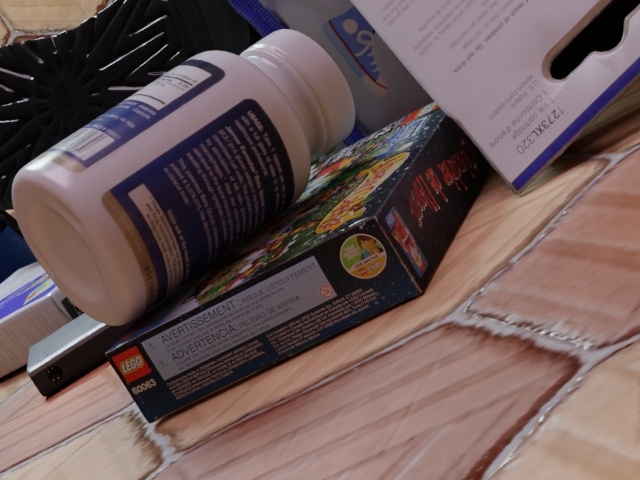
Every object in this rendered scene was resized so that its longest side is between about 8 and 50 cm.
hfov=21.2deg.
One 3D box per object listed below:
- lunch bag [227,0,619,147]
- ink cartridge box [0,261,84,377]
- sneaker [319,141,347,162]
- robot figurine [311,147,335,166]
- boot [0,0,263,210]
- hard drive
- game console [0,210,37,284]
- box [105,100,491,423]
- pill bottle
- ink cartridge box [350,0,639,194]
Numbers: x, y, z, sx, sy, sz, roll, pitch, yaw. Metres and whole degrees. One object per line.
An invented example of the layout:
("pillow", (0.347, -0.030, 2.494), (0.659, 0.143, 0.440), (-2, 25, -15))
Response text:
("lunch bag", (0.159, -0.258, 1.151), (0.385, 0.239, 0.328), (-38, 8, 24))
("ink cartridge box", (-0.210, 0.046, 1.315), (0.208, 0.045, 0.206), (-24, 13, 34))
("sneaker", (-0.026, -0.072, 1.250), (0.095, 0.090, 0.235), (-36, 4, 36))
("robot figurine", (-0.036, -0.041, 1.088), (0.101, 0.067, 0.115), (-23, 40, 35))
("boot", (-0.127, -0.124, 1.450), (0.348, 0.131, 0.260), (-18, -4, 32))
("hard drive", (-0.127, 0.049, 1.113), (0.135, 0.022, 0.094), (-32, 9, -4))
("game console", (-0.378, 0.006, 1.706), (0.293, 0.250, 0.173), (-27, 37, 28))
("box", (0.000, 0.000, 0.900), (0.159, 0.044, 0.233), (-28, 10, 23))
("pill bottle", (-0.065, -0.039, 0.877), (0.169, 0.094, 0.094), (-37, 11, -27))
("ink cartridge box", (0.074, -0.203, 0.932), (0.176, 0.371, 0.069), (-45, -34, 15))
